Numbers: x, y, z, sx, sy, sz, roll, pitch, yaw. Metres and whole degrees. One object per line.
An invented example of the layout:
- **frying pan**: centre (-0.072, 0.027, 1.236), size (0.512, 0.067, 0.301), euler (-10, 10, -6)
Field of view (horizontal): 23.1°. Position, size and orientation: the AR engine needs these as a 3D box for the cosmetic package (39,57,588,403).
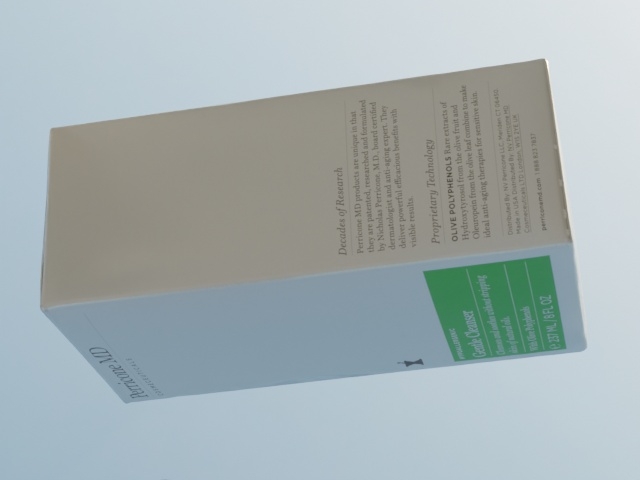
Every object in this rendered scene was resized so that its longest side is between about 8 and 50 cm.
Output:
- **cosmetic package**: centre (0.000, 0.000, 1.142), size (0.365, 0.197, 0.155), euler (-9, -117, 10)
